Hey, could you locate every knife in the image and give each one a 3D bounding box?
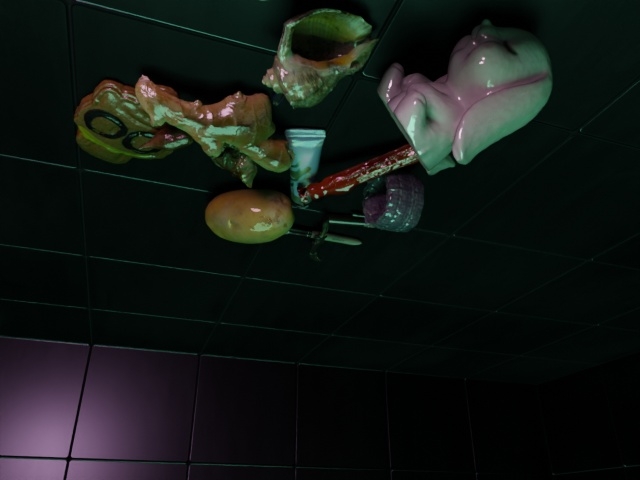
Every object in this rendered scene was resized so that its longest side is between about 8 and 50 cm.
[{"bbox_3d":[-0.060,-0.294,1.026,0.031,0.018,0.121,16,150,-24],"label":"knife"},{"bbox_3d":[-0.006,0.001,1.523,0.046,0.021,0.222,-2,149,-9],"label":"knife"}]

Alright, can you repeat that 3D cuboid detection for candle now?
[{"bbox_3d":[0.103,-0.151,1.211,0.330,0.048,0.051,-20,116,15],"label":"candle"}]

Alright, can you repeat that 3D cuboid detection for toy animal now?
[{"bbox_3d":[0.257,-0.247,0.932,0.265,0.271,0.206,-31,116,9],"label":"toy animal"}]

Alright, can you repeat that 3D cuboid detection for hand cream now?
[{"bbox_3d":[-0.041,-0.164,1.251,0.088,0.055,0.256,2,146,-3],"label":"hand cream"}]

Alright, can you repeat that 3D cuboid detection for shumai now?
[{"bbox_3d":[-0.186,-0.186,1.166,0.123,0.105,0.139,10,126,-11],"label":"shumai"}]

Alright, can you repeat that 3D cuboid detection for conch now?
[{"bbox_3d":[-0.002,-0.302,0.889,0.207,0.129,0.155,-18,163,5],"label":"conch"}]

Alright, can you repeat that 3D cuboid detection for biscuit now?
[{"bbox_3d":[-0.388,-0.231,1.123,0.290,0.041,0.209,-23,146,38],"label":"biscuit"}]

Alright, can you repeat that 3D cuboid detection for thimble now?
[{"bbox_3d":[0.167,-0.093,1.271,0.098,0.150,0.150,9,151,-23],"label":"thimble"}]

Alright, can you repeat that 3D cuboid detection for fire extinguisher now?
[{"bbox_3d":[0.104,-0.058,1.472,0.173,0.035,0.048,4,114,-8],"label":"fire extinguisher"}]

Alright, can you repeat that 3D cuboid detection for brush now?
[{"bbox_3d":[-0.017,-0.016,1.548,0.300,0.039,0.042,10,140,-24],"label":"brush"}]

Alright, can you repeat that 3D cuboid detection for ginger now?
[{"bbox_3d":[-0.189,-0.227,1.055,0.334,0.081,0.147,11,127,-24],"label":"ginger"}]

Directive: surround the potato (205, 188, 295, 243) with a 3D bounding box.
[{"bbox_3d":[-0.180,-0.060,1.364,0.234,0.146,0.150,-7,121,16],"label":"potato"}]

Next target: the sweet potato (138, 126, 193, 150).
[{"bbox_3d":[-0.311,-0.199,1.101,0.117,0.049,0.049,-15,151,1],"label":"sweet potato"}]
